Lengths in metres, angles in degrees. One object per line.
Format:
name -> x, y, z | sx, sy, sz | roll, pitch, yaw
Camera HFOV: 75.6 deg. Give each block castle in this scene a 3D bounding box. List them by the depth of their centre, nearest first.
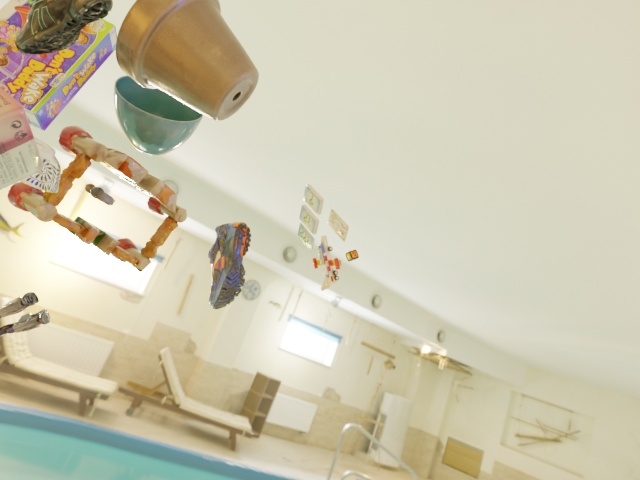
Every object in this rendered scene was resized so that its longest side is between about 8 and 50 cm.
block castle -> -0.686, -0.123, 1.331 | 0.213, 0.302, 0.453 | 26, -13, 32

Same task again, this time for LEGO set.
LEGO set -> 0.000, 0.000, 1.033 | 0.244, 0.060, 0.182 | 50, -38, 35

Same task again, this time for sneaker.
sneaker -> -0.575, -0.503, 0.904 | 0.268, 0.101, 0.106 | -22, -77, 18
sneaker -> -0.235, 0.059, 1.016 | 0.087, 0.220, 0.083 | 10, -6, 29

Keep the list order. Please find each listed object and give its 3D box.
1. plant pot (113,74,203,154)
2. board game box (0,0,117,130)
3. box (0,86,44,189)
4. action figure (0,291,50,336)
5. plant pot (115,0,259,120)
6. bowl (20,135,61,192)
plant pot -> -0.584, -0.419, 1.460 | 0.291, 0.290, 0.195 | 24, -56, -11
board game box -> -0.732, -0.481, 1.069 | 0.234, 0.346, 0.078 | 25, -26, -8
box -> -0.524, -0.123, 0.528 | 0.149, 0.232, 0.126 | 39, -38, 7
action figure -> -0.868, 0.228, 1.052 | 0.099, 0.285, 0.185 | 36, -32, 65
plant pot -> -0.270, -0.398, 0.920 | 0.229, 0.263, 0.263 | 44, -17, -3
bowl -> -0.642, -0.186, 0.907 | 0.170, 0.080, 0.170 | 34, -1, 1
